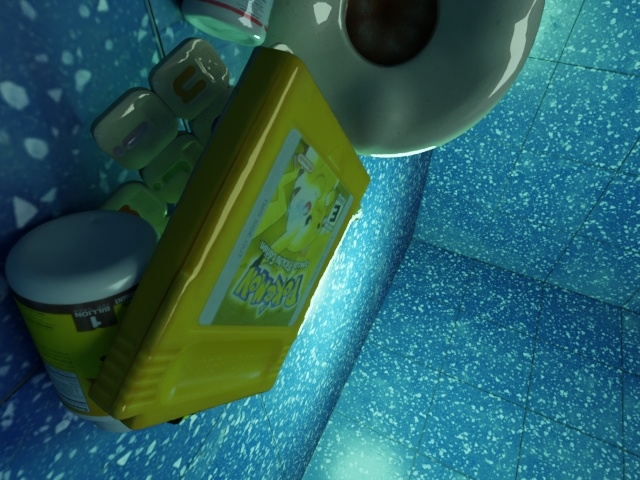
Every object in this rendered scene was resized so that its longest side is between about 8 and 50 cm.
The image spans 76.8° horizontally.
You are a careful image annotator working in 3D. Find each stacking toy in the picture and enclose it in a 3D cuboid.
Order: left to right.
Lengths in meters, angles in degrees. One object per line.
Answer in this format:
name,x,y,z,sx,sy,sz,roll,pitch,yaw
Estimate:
stacking toy,0.114,-0.360,0.663,0.480,0.349,0.351,-71,172,-62

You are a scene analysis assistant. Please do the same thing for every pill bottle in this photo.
pill bottle,-0.201,0.088,0.389,0.117,0.117,0.215,-48,152,-50
pill bottle,-0.080,-0.290,0.402,0.087,0.087,0.160,-13,121,-69

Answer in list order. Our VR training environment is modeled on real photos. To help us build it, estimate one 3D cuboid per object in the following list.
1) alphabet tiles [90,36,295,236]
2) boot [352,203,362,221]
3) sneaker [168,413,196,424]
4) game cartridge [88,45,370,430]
alphabet tiles,-0.103,-0.073,0.469,0.278,0.021,0.284,-47,141,-7
boot,0.000,0.000,0.859,0.203,0.095,0.262,-40,144,-25
sneaker,-0.154,0.114,0.617,0.300,0.110,0.121,-63,172,-8
game cartridge,-0.056,0.024,0.435,0.324,0.052,0.285,-67,158,-4
